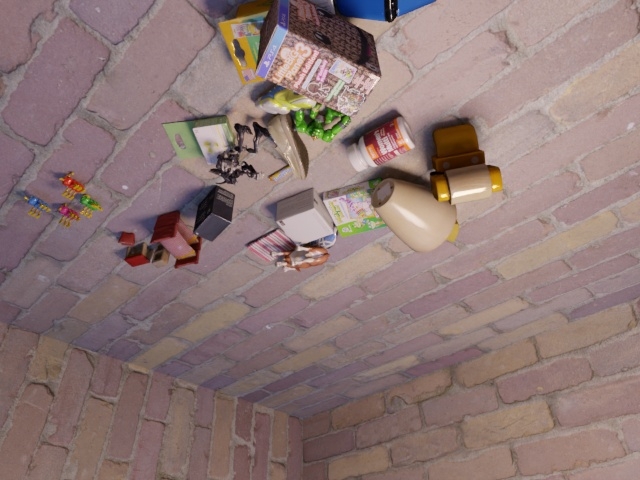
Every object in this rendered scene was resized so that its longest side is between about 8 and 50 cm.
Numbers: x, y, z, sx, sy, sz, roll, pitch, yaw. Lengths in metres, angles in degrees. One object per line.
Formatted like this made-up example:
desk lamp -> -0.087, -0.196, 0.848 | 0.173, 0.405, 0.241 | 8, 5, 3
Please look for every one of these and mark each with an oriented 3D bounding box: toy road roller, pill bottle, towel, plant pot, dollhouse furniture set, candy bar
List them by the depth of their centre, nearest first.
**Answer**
toy road roller -> 0.475, -0.269, 1.585 | 0.203, 0.329, 0.240 | -10, 103, 9
pill bottle -> 0.212, -0.334, 1.629 | 0.221, 0.121, 0.121 | -24, 135, 24
candy bar -> -0.131, -0.268, 1.780 | 0.161, 0.018, 0.040 | -27, 134, 26
plant pot -> 0.336, -0.124, 1.786 | 0.274, 0.256, 0.256 | 28, 132, -29
plant pot -> 0.558, -0.056, 2.011 | 0.082, 0.081, 0.083 | 13, 128, -17
dollhouse furniture set -> -0.729, 0.029, 2.015 | 0.374, 0.152, 0.201 | -14, 139, 15
towel -> -0.221, 0.021, 2.122 | 0.197, 0.029, 0.144 | -28, 134, 25

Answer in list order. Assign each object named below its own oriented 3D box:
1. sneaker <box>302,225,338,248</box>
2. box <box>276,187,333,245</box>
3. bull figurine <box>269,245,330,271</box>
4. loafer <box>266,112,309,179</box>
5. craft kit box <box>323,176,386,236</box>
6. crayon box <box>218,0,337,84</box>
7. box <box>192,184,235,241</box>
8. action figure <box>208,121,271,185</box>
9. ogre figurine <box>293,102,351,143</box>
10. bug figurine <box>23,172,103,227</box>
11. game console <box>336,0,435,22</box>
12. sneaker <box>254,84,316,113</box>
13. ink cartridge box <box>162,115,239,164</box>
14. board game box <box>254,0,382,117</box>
sneaker -> 0.000, 0.000, 2.058 | 0.081, 0.080, 0.211 | 24, 134, -30
box -> -0.064, -0.094, 1.913 | 0.182, 0.119, 0.181 | -19, 138, 20
bull figurine -> -0.102, 0.080, 2.047 | 0.188, 0.101, 0.310 | 2, 166, -43
loafer -> -0.113, -0.333, 1.646 | 0.092, 0.102, 0.268 | -6, 128, 19
craft kit box -> 0.166, -0.133, 1.926 | 0.247, 0.061, 0.250 | -12, 139, 17
crayon box -> -0.105, -0.593, 1.338 | 0.323, 0.083, 0.203 | -10, 140, 9
box -> -0.428, -0.107, 1.856 | 0.093, 0.158, 0.156 | 27, 133, -30
action figure -> -0.282, -0.273, 1.604 | 0.164, 0.141, 0.275 | -1, 136, -38
ogre figurine -> -0.005, -0.403, 1.569 | 0.197, 0.097, 0.118 | 5, 124, -31
bug figurine -> -1.017, -0.156, 1.848 | 0.279, 0.072, 0.216 | -22, 142, 16
game console -> 0.175, -0.751, 1.200 | 0.250, 0.173, 0.293 | 20, 146, 24
sneaker -> -0.107, -0.482, 1.484 | 0.240, 0.126, 0.091 | 6, 178, 33
ink cartridge box -> -0.424, -0.349, 1.647 | 0.235, 0.056, 0.171 | -7, 141, 4
board game box -> -0.007, -0.494, 1.216 | 0.291, 0.232, 0.141 | 17, 136, -22
